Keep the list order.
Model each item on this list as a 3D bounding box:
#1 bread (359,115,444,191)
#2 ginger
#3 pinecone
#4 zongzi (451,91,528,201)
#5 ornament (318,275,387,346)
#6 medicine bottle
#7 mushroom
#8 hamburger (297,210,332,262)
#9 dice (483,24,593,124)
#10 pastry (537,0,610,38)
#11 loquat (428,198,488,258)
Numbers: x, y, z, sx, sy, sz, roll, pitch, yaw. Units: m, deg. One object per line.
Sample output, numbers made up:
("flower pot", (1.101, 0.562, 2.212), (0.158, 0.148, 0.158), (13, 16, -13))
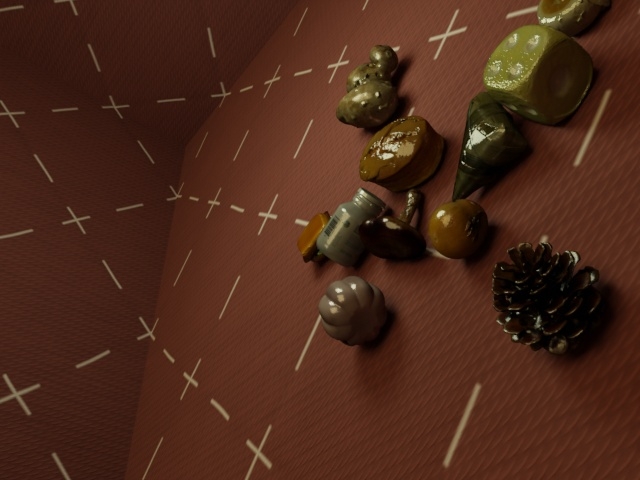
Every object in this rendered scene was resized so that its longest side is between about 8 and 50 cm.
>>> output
("bread", (0.224, -0.244, 1.772), (0.270, 0.143, 0.195), (-19, 50, 55))
("ginger", (0.164, -0.509, 2.084), (0.244, 0.155, 0.304), (-31, 42, 48))
("pinecone", (0.402, 0.095, 1.128), (0.208, 0.208, 0.207), (-40, 35, 36))
("zongzi", (0.380, -0.225, 1.537), (0.242, 0.112, 0.221), (-53, 26, 34))
("ornament", (0.081, 0.180, 1.611), (0.177, 0.177, 0.177), (-40, 35, 36))
("medicine bottle", (0.095, -0.042, 1.815), (0.215, 0.135, 0.135), (-56, 29, 12))
("mushroom", (0.223, -0.059, 1.654), (0.227, 0.148, 0.217), (7, 56, 55))
("hamburger", (0.000, 0.000, 1.989), (0.166, 0.087, 0.137), (-50, 31, 25))
("dice", (0.490, -0.373, 1.406), (0.166, 0.169, 0.169), (-58, 29, 7))
("pastry", (0.597, -0.560, 1.478), (0.166, 0.088, 0.165), (-36, 41, 39))
("loquat", (0.317, -0.028, 1.434), (0.141, 0.141, 0.141), (-40, 35, 36))
